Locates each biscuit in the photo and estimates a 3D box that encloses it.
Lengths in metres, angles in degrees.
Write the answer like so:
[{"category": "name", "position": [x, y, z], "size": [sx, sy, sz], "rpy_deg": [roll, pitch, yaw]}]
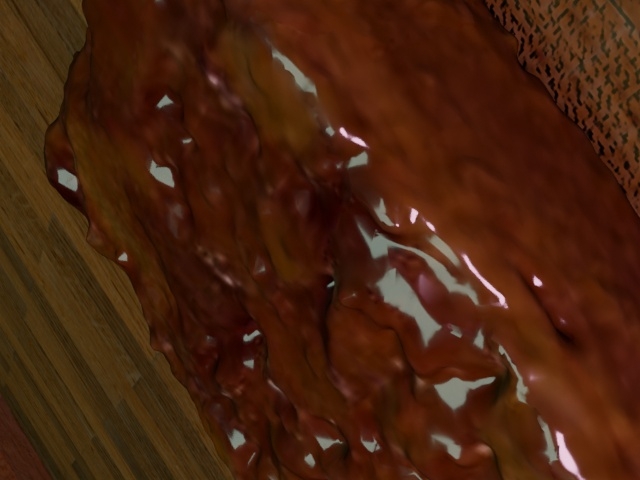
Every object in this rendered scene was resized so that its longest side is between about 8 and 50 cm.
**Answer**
[{"category": "biscuit", "position": [0.000, 0.000, 0.494], "size": [0.395, 0.166, 0.342], "rpy_deg": [58, 147, 6]}]
